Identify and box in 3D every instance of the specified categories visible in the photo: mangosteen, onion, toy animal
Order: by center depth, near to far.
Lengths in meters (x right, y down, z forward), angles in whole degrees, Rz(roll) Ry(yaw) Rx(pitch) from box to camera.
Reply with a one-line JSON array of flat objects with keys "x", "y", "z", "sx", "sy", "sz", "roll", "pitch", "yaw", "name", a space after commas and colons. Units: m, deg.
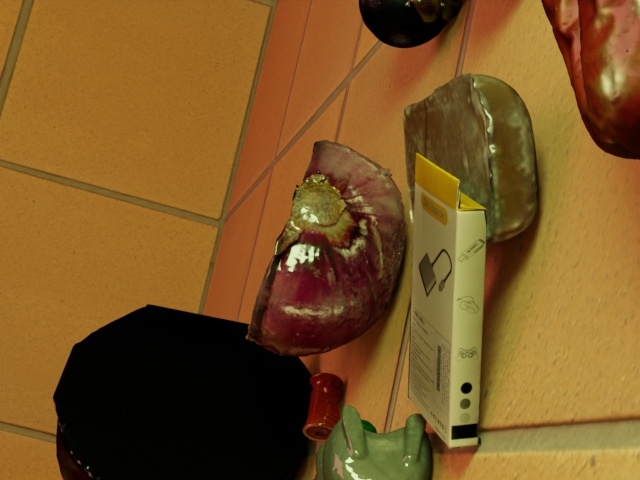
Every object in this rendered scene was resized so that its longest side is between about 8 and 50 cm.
[{"x": 0.033, "y": 0.265, "z": 1.295, "sx": 0.138, "sy": 0.108, "sz": 0.236, "roll": -87, "pitch": 16, "yaw": -46, "name": "toy animal"}, {"x": 0.010, "y": 0.049, "z": 1.592, "sx": 0.348, "sy": 0.159, "sz": 0.267, "roll": 110, "pitch": -178, "yaw": -61, "name": "onion"}, {"x": 0.124, "y": -0.313, "z": 1.621, "sx": 0.151, "sy": 0.137, "sz": 0.137, "roll": 3, "pitch": 75, "yaw": 44, "name": "mangosteen"}]

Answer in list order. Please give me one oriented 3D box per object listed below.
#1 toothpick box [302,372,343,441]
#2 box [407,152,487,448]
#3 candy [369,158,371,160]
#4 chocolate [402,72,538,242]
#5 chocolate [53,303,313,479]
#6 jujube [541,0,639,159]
[{"x": 0.004, "y": 0.216, "z": 1.665, "sx": 0.047, "sy": 0.047, "sz": 0.083, "roll": 119, "pitch": 163, "yaw": -52, "name": "toothpick box"}, {"x": 0.115, "y": 0.052, "z": 1.159, "sx": 0.129, "sy": 0.033, "sz": 0.247, "roll": -129, "pitch": 38, "yaw": -69, "name": "box"}, {"x": 0.045, "y": -0.075, "z": 1.857, "sx": 0.103, "sy": 0.043, "sz": 0.103, "roll": -165, "pitch": 90, "yaw": -79, "name": "candy"}, {"x": 0.153, "y": -0.071, "z": 1.217, "sx": 0.254, "sy": 0.080, "sz": 0.157, "roll": 165, "pitch": 102, "yaw": -77, "name": "chocolate"}, {"x": -0.203, "y": 0.341, "z": 1.876, "sx": 0.331, "sy": 0.384, "sz": 0.383, "roll": 96, "pitch": 178, "yaw": -45, "name": "chocolate"}, {"x": 0.221, "y": -0.197, "z": 0.794, "sx": 0.216, "sy": 0.216, "sz": 0.342, "roll": 127, "pitch": 144, "yaw": -63, "name": "jujube"}]
